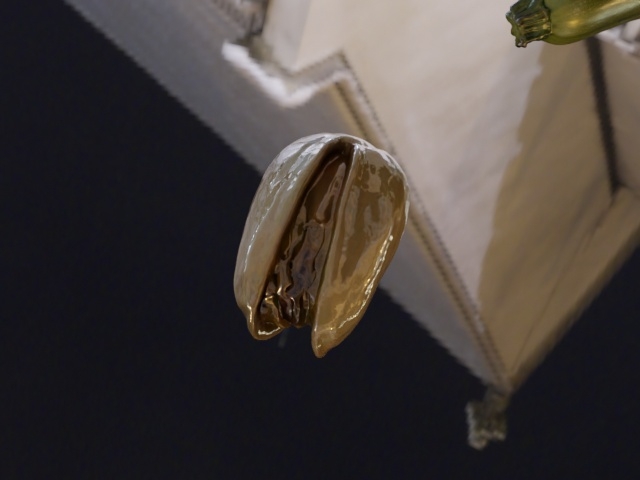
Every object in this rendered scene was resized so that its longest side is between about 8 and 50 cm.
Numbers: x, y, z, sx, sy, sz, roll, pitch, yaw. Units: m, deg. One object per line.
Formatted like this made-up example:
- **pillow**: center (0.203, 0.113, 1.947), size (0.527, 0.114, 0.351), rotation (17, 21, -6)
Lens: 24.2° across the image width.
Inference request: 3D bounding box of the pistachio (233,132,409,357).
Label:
- **pistachio**: center (0.000, 0.000, 1.255), size (0.129, 0.131, 0.206), rotation (14, -118, 14)

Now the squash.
- **squash**: center (0.231, -0.194, 1.115), size (0.258, 0.069, 0.069), rotation (-18, -125, -37)
